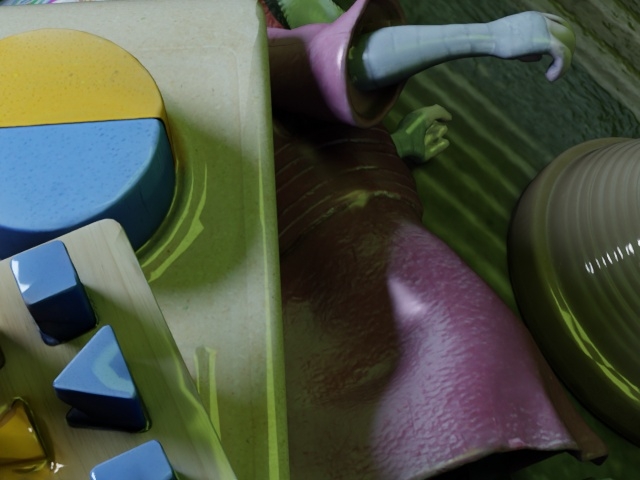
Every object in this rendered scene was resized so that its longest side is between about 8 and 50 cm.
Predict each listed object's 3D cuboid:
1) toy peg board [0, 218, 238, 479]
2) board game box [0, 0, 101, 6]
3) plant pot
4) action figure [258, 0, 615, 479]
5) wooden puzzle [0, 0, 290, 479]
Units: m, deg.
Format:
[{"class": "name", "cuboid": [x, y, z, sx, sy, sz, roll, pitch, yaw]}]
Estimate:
[{"class": "toy peg board", "cuboid": [-0.110, 0.078, 0.373, 0.161, 0.079, 0.161, -24, 69, -10]}, {"class": "board game box", "cuboid": [-0.123, -0.137, 0.669, 0.026, 0.154, 0.103, 56, 43, -25]}, {"class": "plant pot", "cuboid": [0.248, 0.015, 0.793, 0.237, 0.109, 0.237, 14, 52, -19]}, {"class": "action figure", "cuboid": [0.000, 0.000, 0.651, 0.276, 0.248, 0.370, -25, 72, -10]}, {"class": "wooden puzzle", "cuboid": [-0.176, 0.032, 0.473, 0.322, 0.080, 0.347, -3, 61, -1]}]
